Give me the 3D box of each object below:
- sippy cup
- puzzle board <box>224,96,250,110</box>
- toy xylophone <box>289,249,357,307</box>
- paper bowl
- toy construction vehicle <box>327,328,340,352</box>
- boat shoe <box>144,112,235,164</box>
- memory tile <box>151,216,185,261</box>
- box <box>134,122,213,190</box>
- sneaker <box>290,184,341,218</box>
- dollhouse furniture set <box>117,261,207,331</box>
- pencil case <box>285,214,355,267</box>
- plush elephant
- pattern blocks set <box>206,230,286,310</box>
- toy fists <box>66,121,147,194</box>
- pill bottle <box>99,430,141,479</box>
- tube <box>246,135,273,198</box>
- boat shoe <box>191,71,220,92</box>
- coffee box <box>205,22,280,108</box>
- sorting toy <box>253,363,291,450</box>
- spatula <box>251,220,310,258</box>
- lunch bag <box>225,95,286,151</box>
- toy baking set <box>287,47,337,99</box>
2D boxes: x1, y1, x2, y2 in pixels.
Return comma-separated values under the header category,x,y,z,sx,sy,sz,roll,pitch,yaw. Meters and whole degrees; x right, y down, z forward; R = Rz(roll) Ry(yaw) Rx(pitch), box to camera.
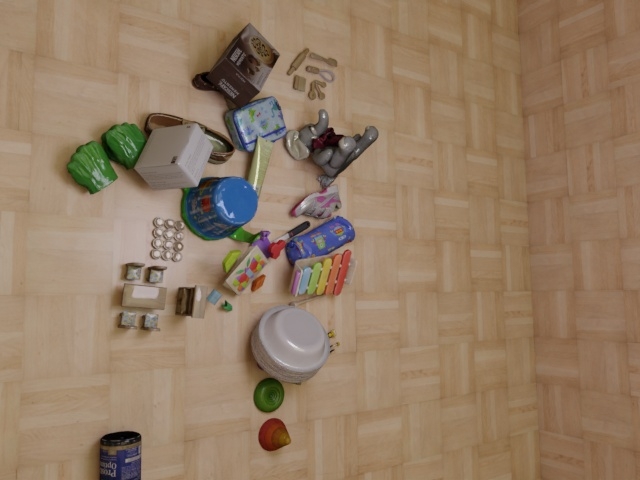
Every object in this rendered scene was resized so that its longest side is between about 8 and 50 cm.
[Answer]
category,x,y,z,sx,sy,sz,roll,pitch,yaw
sippy cup,-0.336,-0.124,1.896,0.306,0.224,0.240,11,79,-34
puzzle board,-0.305,-0.503,2.088,0.096,0.011,0.128,-29,102,-34
toy xylophone,-0.001,0.154,2.111,0.323,0.081,0.236,-17,126,-38
paper bowl,-0.097,0.359,1.977,0.284,0.148,0.284,19,40,-17
toy construction vehicle,0.028,0.410,2.209,0.098,0.035,0.085,-25,88,-37
boat shoe,-0.445,-0.370,1.910,0.324,0.120,0.122,16,76,-32
memory tile,-0.526,-0.003,1.880,0.113,0.012,0.148,9,79,-34
box,-0.476,-0.272,1.778,0.119,0.182,0.181,59,36,-49
sneaker,-0.004,-0.137,2.190,0.252,0.103,0.111,-26,88,-33
dollhouse furniture set,-0.516,0.190,1.774,0.242,0.161,0.212,11,79,-33
pencil case,0.000,0.000,2.177,0.306,0.119,0.133,-28,101,-33
plush elephant,0.023,-0.395,2.172,0.255,0.330,0.272,49,45,5
pattern blocks set,-0.263,0.109,1.940,0.324,0.026,0.285,-57,152,-1
toy fists,-0.684,-0.276,1.753,0.279,0.096,0.142,-44,122,-31
pill bottle,-0.615,0.711,1.673,0.123,0.123,0.219,3,83,-34
tube,-0.235,-0.265,2.049,0.062,0.070,0.240,15,91,-7
boat shoe,-0.369,-0.588,2.016,0.207,0.073,0.073,-13,90,-36
coffee box,-0.277,-0.643,1.995,0.168,0.119,0.297,42,40,-23
sorting toy,-0.160,0.602,1.998,0.127,0.126,0.365,-5,89,-35
spatula,-0.146,-0.009,2.132,0.296,0.030,0.084,-30,103,-34
lunch bag,-0.240,-0.440,2.070,0.219,0.090,0.176,-30,116,-32
toy baking set,-0.031,-0.705,2.291,0.197,0.030,0.256,40,65,-28
